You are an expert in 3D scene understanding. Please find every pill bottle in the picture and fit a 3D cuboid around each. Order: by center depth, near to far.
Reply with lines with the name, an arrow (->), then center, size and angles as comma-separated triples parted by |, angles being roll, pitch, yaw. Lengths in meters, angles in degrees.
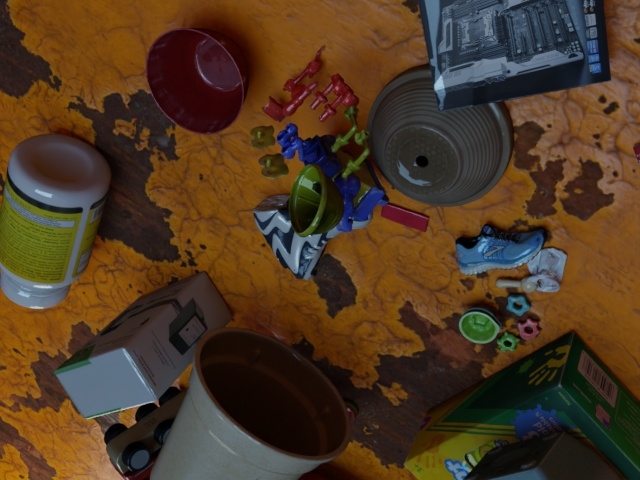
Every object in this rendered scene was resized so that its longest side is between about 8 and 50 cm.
pill bottle -> -0.535, -0.028, 1.751 | 0.188, 0.188, 0.334 | 31, 127, 5

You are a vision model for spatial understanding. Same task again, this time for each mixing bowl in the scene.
mixing bowl -> -0.187, -0.279, 1.484 | 0.181, 0.098, 0.181 | 13, 125, 19

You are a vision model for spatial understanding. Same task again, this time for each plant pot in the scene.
plant pot -> 0.174, -0.144, 1.389 | 0.237, 0.110, 0.237 | 12, 125, 18
plant pot -> 0.348, 0.449, 1.393 | 0.247, 0.248, 0.252 | -26, 88, 35
plant pot -> -0.162, 0.388, 1.692 | 0.333, 0.334, 0.305 | 35, 112, 2

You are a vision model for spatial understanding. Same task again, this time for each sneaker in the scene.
sneaker -> 0.290, 0.007, 1.457 | 0.162, 0.063, 0.073 | -16, 108, 32
sneaker -> 0.000, 0.000, 1.572 | 0.234, 0.094, 0.153 | -3, 119, 27

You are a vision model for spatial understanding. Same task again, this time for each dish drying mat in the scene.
dish drying mat -> 0.144, -0.040, 1.531 | 0.083, 0.008, 0.032 | 19, 127, 13

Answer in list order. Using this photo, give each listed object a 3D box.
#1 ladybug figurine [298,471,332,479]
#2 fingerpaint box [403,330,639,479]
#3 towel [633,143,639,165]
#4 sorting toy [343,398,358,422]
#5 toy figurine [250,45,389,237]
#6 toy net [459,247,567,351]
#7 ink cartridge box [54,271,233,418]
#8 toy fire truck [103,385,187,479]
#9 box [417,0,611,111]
ladybug figurine -> -0.031, 0.608, 1.913 | 0.449, 0.162, 0.305 | 23, 134, 11
fingerpaint box -> 0.439, 0.437, 1.588 | 0.445, 0.163, 0.371 | 47, 128, -7
towel -> 0.601, -0.052, 1.291 | 0.198, 0.031, 0.275 | -21, 107, 36
sorting toy -> -0.037, 0.401, 1.869 | 0.132, 0.046, 0.274 | 35, 129, 2
toy figurine -> 0.051, -0.112, 1.388 | 0.217, 0.363, 0.191 | 33, 110, -32
toy net -> 0.342, 0.108, 1.504 | 0.122, 0.045, 0.232 | 39, 128, -1
ink cartridge box -> -0.337, 0.200, 1.736 | 0.211, 0.289, 0.122 | -21, 106, 34
toy fire truck -> -0.342, 0.472, 1.968 | 0.158, 0.217, 0.246 | 24, 139, 48
box -> 0.251, -0.347, 1.207 | 0.242, 0.076, 0.308 | -9, 117, 11
